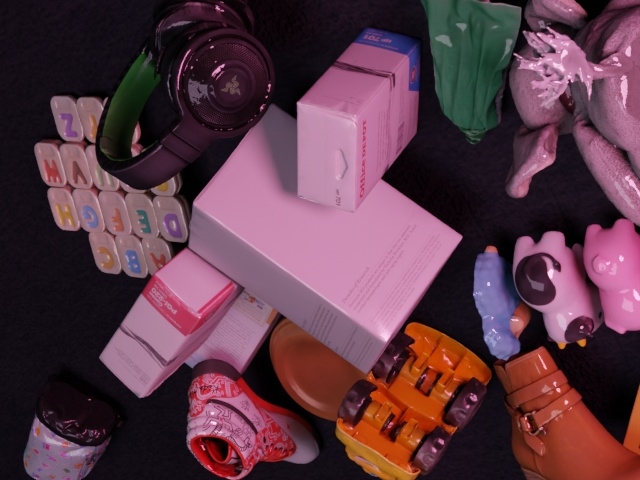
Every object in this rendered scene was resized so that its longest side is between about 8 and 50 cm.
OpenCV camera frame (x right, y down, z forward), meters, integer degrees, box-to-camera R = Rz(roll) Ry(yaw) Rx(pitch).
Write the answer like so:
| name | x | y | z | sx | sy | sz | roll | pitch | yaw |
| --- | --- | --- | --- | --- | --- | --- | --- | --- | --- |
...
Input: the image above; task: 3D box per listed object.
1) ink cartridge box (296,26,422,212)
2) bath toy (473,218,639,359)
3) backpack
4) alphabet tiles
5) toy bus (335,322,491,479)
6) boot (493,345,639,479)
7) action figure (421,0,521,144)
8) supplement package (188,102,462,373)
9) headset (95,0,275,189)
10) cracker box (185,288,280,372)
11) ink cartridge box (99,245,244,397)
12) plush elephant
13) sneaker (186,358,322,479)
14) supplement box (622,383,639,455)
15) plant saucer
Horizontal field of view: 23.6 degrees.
| name | x | y | z | sx | sy | sz | roll | pitch | yaw |
| --- | --- | --- | --- | --- | --- | --- | --- | --- | --- |
| ink cartridge box | 0.047 | -0.145 | 1.815 | 0.082 | 0.191 | 0.140 | 18 | 131 | 21 |
| bath toy | 0.347 | 0.057 | 1.822 | 0.348 | 0.129 | 0.151 | -15 | 148 | 41 |
| backpack | -0.425 | 0.328 | 2.548 | 0.152 | 0.115 | 0.182 | 32 | 138 | 5 |
| alphabet tiles | -0.296 | -0.073 | 2.173 | 0.284 | 0.021 | 0.278 | 6 | 118 | 40 |
| toy bus | 0.107 | 0.255 | 2.077 | 0.149 | 0.220 | 0.211 | 33 | 141 | 11 |
| boot | 0.327 | 0.233 | 1.930 | 0.220 | 0.109 | 0.283 | 71 | 160 | 1 |
| action figure | 0.175 | -0.201 | 1.773 | 0.137 | 0.063 | 0.232 | 24 | 143 | 26 |
| supplement package | 0.000 | 0.000 | 1.934 | 0.293 | 0.175 | 0.177 | 35 | 162 | 5 |
| headset | -0.153 | -0.242 | 1.850 | 0.185 | 0.243 | 0.394 | 35 | 110 | -32 |
| cracker box | -0.144 | 0.098 | 2.218 | 0.155 | 0.067 | 0.232 | 37 | 134 | 4 |
| ink cartridge box | -0.191 | 0.095 | 2.086 | 0.092 | 0.158 | 0.218 | 41 | 134 | 6 |
| plush elephant | 0.311 | -0.158 | 1.614 | 0.330 | 0.255 | 0.272 | 14 | 93 | -18 |
| sneaker | -0.100 | 0.300 | 2.236 | 0.090 | 0.145 | 0.270 | -24 | 132 | 28 |
| supplement box | 0.436 | 0.210 | 1.918 | 0.078 | 0.080 | 0.233 | 22 | 131 | 19 |
| plant saucer | 0.010 | 0.189 | 2.209 | 0.200 | 0.037 | 0.200 | 18 | 132 | 21 |
